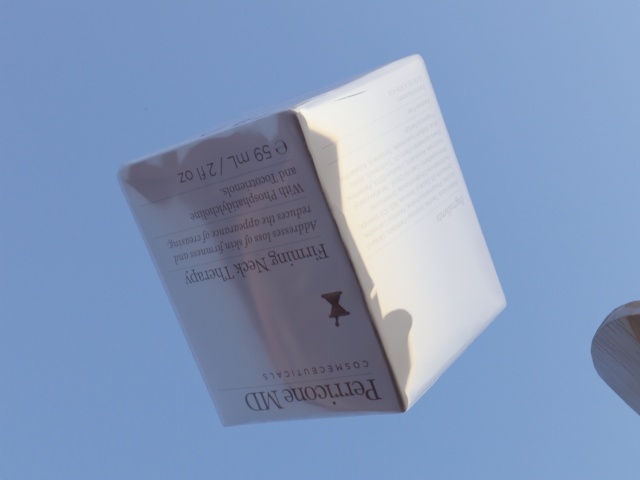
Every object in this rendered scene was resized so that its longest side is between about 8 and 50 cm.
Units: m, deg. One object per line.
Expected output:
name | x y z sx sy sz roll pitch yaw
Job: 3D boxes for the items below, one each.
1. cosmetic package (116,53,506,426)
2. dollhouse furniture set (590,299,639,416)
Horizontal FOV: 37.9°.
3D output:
cosmetic package | 0.000 0.000 1.287 0.327 0.329 0.394 -34 -74 -50
dollhouse furniture set | 0.305 -0.122 0.430 0.256 0.394 0.362 43 -126 2
